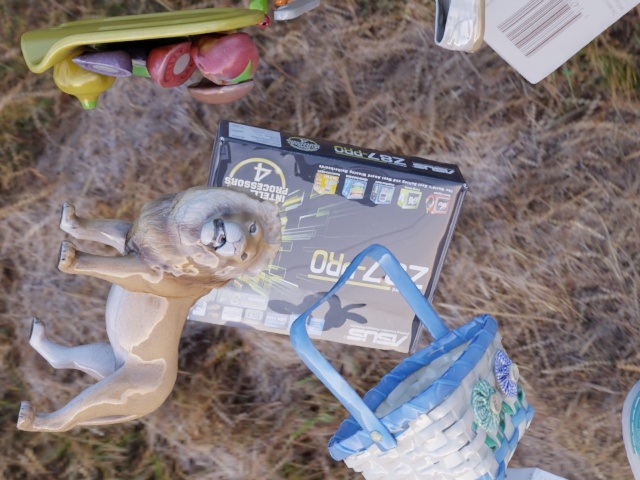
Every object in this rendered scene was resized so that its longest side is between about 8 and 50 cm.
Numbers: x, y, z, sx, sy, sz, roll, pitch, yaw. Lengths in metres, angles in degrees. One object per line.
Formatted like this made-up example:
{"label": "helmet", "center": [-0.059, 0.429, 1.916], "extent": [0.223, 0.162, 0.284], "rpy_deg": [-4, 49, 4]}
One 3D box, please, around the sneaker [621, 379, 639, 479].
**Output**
{"label": "sneaker", "center": [0.375, 0.236, 0.879], "extent": [0.108, 0.121, 0.302], "rpy_deg": [-38, 96, -25]}

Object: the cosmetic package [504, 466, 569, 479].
{"label": "cosmetic package", "center": [0.314, 0.418, 1.626], "extent": [0.086, 0.231, 0.117], "rpy_deg": [21, 74, -2]}

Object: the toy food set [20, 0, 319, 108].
{"label": "toy food set", "center": [-0.108, -0.131, 0.781], "extent": [0.218, 0.128, 0.071], "rpy_deg": [-5, 106, 3]}

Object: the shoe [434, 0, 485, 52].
{"label": "shoe", "center": [0.180, -0.353, 1.350], "extent": [0.058, 0.076, 0.219], "rpy_deg": [-2, 99, -19]}

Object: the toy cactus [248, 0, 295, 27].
{"label": "toy cactus", "center": [-0.067, -0.444, 1.587], "extent": [0.180, 0.112, 0.219], "rpy_deg": [-118, 41, -55]}

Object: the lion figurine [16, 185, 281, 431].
{"label": "lion figurine", "center": [-0.210, 0.092, 1.249], "extent": [0.142, 0.240, 0.392], "rpy_deg": [-109, 37, -53]}

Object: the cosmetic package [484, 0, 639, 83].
{"label": "cosmetic package", "center": [0.307, -0.531, 1.644], "extent": [0.327, 0.329, 0.393], "rpy_deg": [-39, 62, 19]}

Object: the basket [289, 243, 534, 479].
{"label": "basket", "center": [0.105, 0.157, 1.221], "extent": [0.289, 0.255, 0.201], "rpy_deg": [48, 124, -2]}

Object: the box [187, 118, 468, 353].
{"label": "box", "center": [0.000, 0.000, 1.674], "extent": [0.395, 0.097, 0.318], "rpy_deg": [11, 116, -11]}
